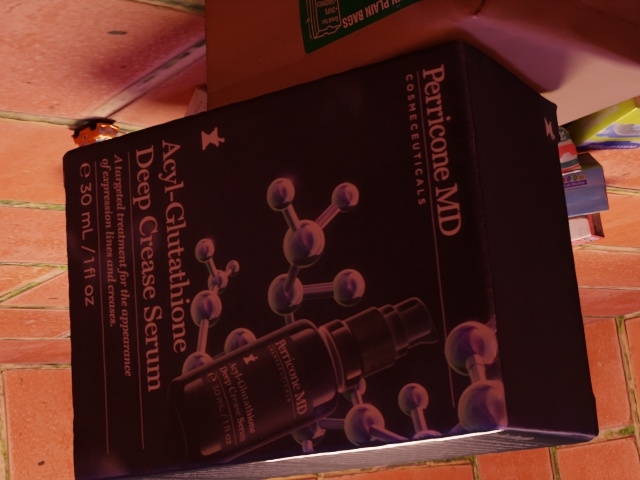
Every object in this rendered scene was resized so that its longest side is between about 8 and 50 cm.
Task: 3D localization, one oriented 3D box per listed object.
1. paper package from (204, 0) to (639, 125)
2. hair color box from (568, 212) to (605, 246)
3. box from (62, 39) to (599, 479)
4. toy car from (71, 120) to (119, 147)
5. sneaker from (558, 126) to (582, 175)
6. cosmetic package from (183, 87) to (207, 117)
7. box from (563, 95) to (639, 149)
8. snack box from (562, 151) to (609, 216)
[{"bbox_3d":[0.101,-0.188,1.127,0.309,0.168,0.325,5,163,-43],"label":"paper package"},{"bbox_3d":[0.391,-0.030,2.133,0.167,0.093,0.053,-18,164,36],"label":"hair color box"},{"bbox_3d":[0.000,0.043,1.059,0.395,0.294,0.212,-13,164,28],"label":"box"},{"bbox_3d":[-0.256,-0.111,1.539,0.060,0.041,0.122,-12,166,19],"label":"toy car"},{"bbox_3d":[0.314,-0.137,1.725,0.057,0.075,0.161,-15,-165,-3],"label":"sneaker"},{"bbox_3d":[0.000,0.000,1.401,0.385,0.217,0.156,27,-176,25],"label":"cosmetic package"},{"bbox_3d":[0.415,-0.163,1.686,0.109,0.042,0.178,-2,165,-21],"label":"box"},{"bbox_3d":[0.316,-0.074,1.813,0.174,0.070,0.207,-9,-173,7],"label":"snack box"}]
